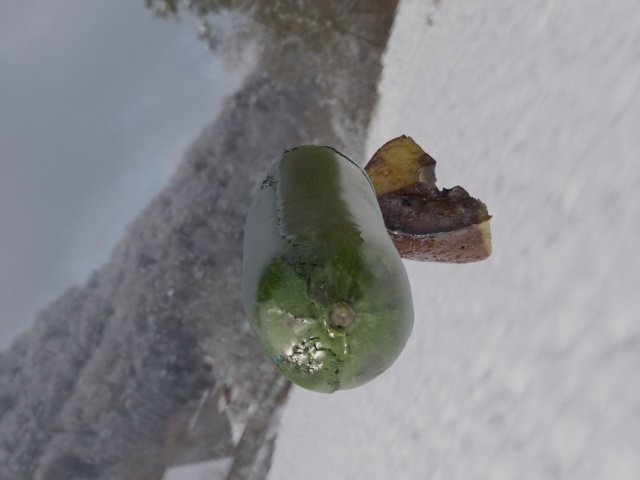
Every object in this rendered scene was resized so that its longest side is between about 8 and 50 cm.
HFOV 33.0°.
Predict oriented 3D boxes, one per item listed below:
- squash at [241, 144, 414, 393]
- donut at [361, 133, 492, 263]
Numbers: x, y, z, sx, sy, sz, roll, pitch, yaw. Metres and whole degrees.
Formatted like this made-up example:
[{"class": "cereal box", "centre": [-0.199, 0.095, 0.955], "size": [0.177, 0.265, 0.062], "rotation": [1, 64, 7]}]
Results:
[{"class": "squash", "centre": [-0.002, 0.000, 0.594], "size": [0.331, 0.087, 0.087], "rotation": [-100, 34, -72]}, {"class": "donut", "centre": [0.138, -0.033, 1.601], "size": [0.151, 0.112, 0.295], "rotation": [-29, 33, -6]}]
